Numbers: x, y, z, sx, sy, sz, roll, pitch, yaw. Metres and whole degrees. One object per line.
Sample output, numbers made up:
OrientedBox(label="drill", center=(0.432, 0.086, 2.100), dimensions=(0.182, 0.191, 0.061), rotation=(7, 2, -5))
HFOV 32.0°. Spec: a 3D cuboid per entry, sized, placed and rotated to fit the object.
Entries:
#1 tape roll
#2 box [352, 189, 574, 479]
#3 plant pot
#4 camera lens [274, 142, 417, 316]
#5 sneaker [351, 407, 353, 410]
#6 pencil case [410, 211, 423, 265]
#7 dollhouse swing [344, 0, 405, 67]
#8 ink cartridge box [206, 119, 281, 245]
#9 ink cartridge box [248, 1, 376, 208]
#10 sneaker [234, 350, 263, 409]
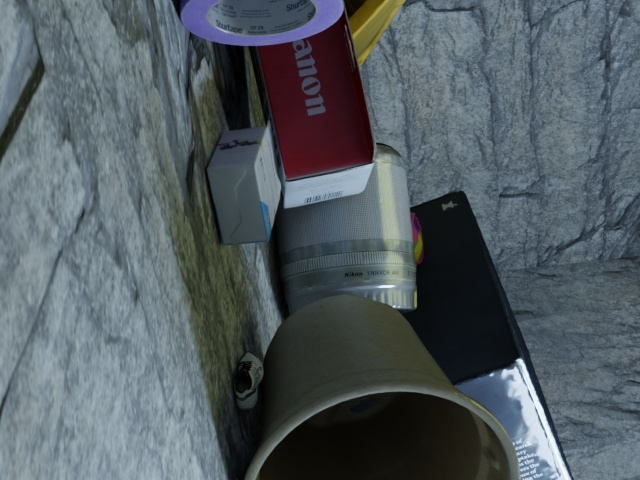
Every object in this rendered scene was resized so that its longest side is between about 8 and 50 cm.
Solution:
OrientedBox(label="tape roll", center=(-0.070, -0.296, 1.285), dimensions=(0.189, 0.189, 0.080), rotation=(53, 30, -77))
OrientedBox(label="box", center=(0.244, 0.256, 2.039), dimensions=(0.480, 0.297, 0.472), rotation=(-99, 167, -53))
OrientedBox(label="plant pot", center=(0.052, 0.237, 1.428), dimensions=(0.305, 0.333, 0.334), rotation=(-107, -174, -62))
OrientedBox(label="camera lens", center=(0.037, -0.014, 1.787), dimensions=(0.219, 0.219, 0.274), rotation=(49, 35, -78))
OrientedBox(label="sneaker", center=(0.038, 0.258, 2.035), dimensions=(0.297, 0.111, 0.129), rotation=(60, 20, -75))
OrientedBox(label="pencil case", center=(0.063, -0.001, 1.960), dimensions=(0.104, 0.236, 0.104), rotation=(0, 90, -73))
OrientedBox(label="dollhouse swing", center=(0.001, -0.449, 2.058), dimensions=(0.315, 0.305, 0.347), rotation=(54, -27, 7))
OrientedBox(label="ink cartridge box", center=(-0.093, -0.077, 1.413), dimensions=(0.181, 0.061, 0.104), rotation=(-81, 163, -67))
OrientedBox(label="ink cartridge box", center=(-0.022, -0.227, 1.558), dimensions=(0.272, 0.130, 0.310), rotation=(107, -29, -81))
OrientedBox(label="sneaker", center=(-0.088, 0.163, 1.354), dimensions=(0.083, 0.031, 0.037), rotation=(-91, 171, -45))
